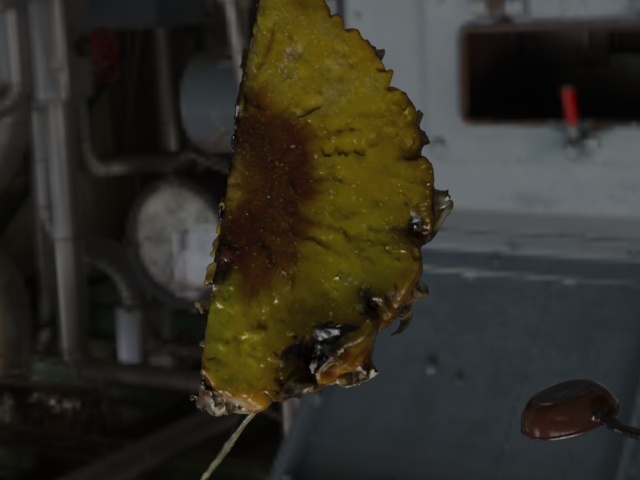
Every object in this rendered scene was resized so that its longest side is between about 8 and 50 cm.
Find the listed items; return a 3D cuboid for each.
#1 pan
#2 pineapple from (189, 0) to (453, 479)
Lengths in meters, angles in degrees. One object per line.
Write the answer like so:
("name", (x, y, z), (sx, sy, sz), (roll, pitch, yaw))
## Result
("pan", (0.176, 0.111, 0.878), (0.068, 0.023, 0.115), (-23, -167, -29))
("pineapple", (-0.001, 0.002, 0.934), (0.161, 0.334, 0.158), (8, 153, -11))
